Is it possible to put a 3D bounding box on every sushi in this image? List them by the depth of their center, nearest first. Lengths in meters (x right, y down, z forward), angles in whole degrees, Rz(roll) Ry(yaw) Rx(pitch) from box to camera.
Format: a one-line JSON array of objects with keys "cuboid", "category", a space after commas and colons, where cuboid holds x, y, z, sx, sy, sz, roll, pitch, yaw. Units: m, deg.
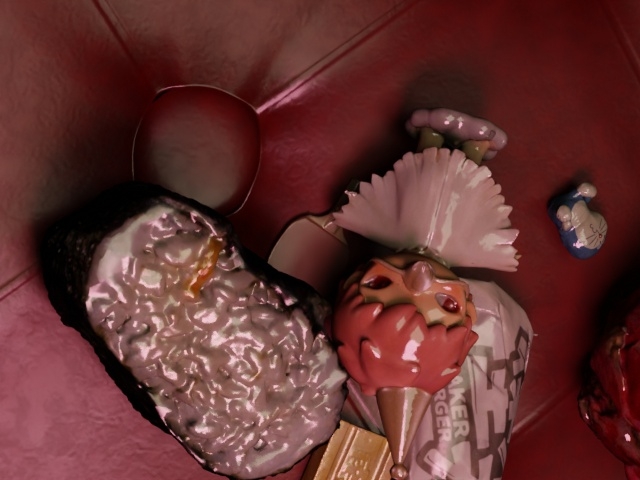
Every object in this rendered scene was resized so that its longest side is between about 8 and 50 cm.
[{"cuboid": [-0.125, 0.085, 1.616, 0.350, 0.171, 0.211, 44, 82, -22], "category": "sushi"}]

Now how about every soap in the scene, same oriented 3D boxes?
[{"cuboid": [0.003, 0.325, 1.779, 0.092, 0.037, 0.252, 23, 89, -23], "category": "soap"}]

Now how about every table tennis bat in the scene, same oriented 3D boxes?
[{"cuboid": [0.000, 0.000, 1.741, 0.087, 0.013, 0.156, 35, 86, -22], "category": "table tennis bat"}]

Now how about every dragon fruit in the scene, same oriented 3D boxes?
[{"cuboid": [0.457, 0.163, 1.803, 0.329, 0.329, 0.329, -4, 100, -22], "category": "dragon fruit"}]

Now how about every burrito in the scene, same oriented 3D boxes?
[{"cuboid": [0.146, 0.264, 1.784, 0.139, 0.101, 0.445, 14, 86, -46], "category": "burrito"}]

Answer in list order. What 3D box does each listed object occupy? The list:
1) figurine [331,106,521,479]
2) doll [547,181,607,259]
[{"cuboid": [0.096, 0.052, 1.672, 0.207, 0.166, 0.387, 17, 74, -1], "category": "figurine"}, {"cuboid": [0.300, -0.022, 1.843, 0.076, 0.050, 0.083, -45, 112, -30], "category": "doll"}]
